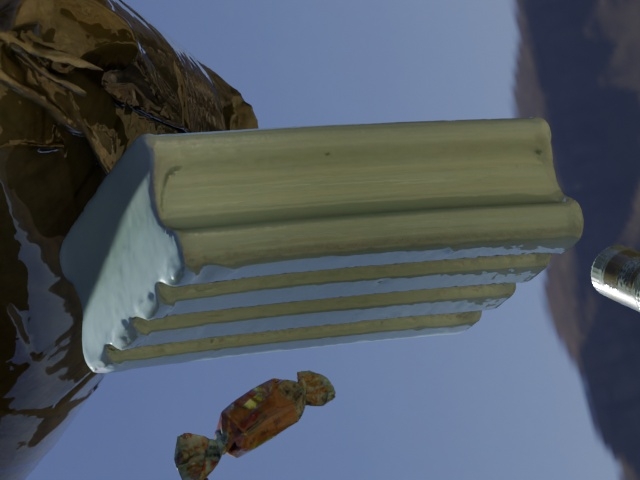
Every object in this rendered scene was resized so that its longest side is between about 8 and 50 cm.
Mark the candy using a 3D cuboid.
[{"bbox_3d":[-0.065,0.170,1.744,0.053,0.182,0.046,40,148,32],"label":"candy"}]

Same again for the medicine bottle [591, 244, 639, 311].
[{"bbox_3d":[0.266,0.035,1.522,0.083,0.047,0.047,28,144,61],"label":"medicine bottle"}]

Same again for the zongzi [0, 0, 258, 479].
[{"bbox_3d":[-0.245,0.043,1.142,0.467,0.218,0.500,-67,-13,-2],"label":"zongzi"}]

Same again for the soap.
[{"bbox_3d":[0.000,0.000,1.074,0.160,0.265,0.087,-47,54,53],"label":"soap"}]
